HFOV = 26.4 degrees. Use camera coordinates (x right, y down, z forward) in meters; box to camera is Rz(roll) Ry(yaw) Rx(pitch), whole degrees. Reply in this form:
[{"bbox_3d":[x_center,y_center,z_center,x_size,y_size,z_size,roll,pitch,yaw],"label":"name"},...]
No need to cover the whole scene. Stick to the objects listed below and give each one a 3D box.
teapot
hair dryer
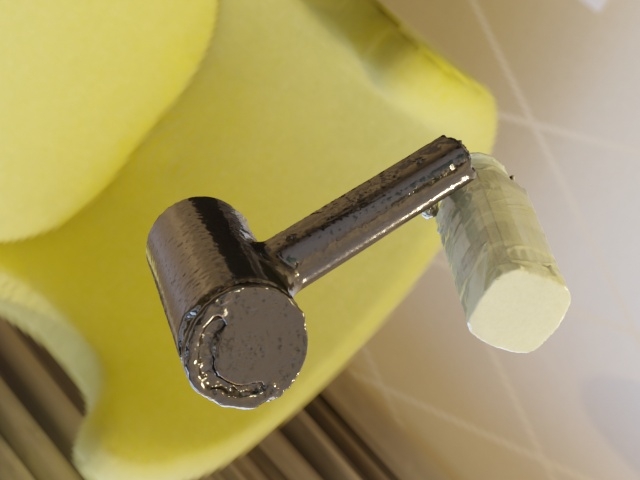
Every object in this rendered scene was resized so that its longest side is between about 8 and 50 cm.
[{"bbox_3d":[0.130,-0.002,1.135,0.107,0.200,0.077,19,118,-17],"label":"teapot"},{"bbox_3d":[0.000,0.000,0.981,0.251,0.197,0.089,-29,115,-4],"label":"hair dryer"}]
